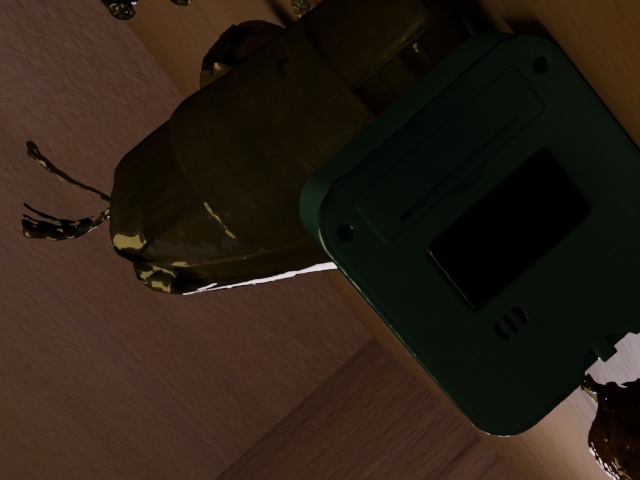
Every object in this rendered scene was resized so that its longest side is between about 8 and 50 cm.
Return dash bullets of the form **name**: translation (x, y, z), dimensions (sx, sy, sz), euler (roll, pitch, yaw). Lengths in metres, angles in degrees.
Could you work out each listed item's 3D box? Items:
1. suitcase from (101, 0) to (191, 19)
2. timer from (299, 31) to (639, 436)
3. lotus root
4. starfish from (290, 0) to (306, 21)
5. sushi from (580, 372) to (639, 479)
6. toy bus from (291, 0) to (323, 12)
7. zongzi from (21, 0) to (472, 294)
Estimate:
- **suitcase**: translation (-0.218, -0.377, 1.781), dimensions (0.312, 0.128, 0.202), euler (55, -146, -45)
- **timer**: translation (0.138, -0.006, 1.430), dimensions (0.250, 0.232, 0.091), euler (51, 176, -11)
- **lotus root**: translation (-0.059, -0.185, 2.300), dimensions (0.214, 0.138, 0.138), euler (34, -174, -42)
- **starfish**: translation (0.018, -0.168, 1.924), dimensions (0.231, 0.048, 0.295), euler (-151, 41, -75)
- **sushi**: translation (0.354, 0.181, 1.589), dimensions (0.287, 0.149, 0.140), euler (22, -170, 7)
- **toy bus**: translation (-0.002, -0.258, 1.607), dimensions (0.074, 0.069, 0.162), euler (22, 160, 33)
- **zongzi**: translation (0.000, 0.000, 1.637), dimensions (0.418, 0.447, 0.181), euler (46, -158, -30)
